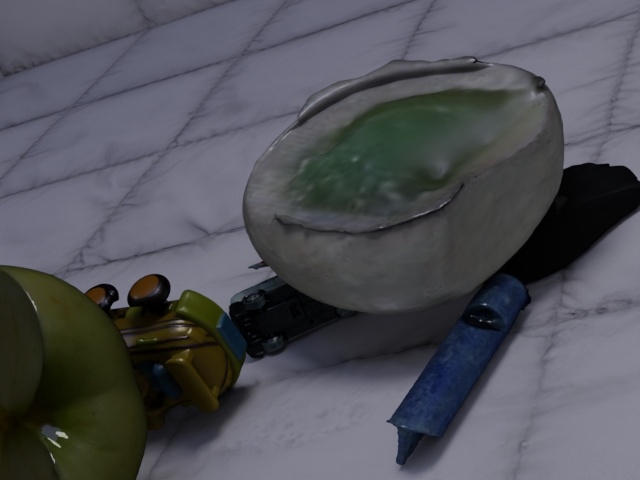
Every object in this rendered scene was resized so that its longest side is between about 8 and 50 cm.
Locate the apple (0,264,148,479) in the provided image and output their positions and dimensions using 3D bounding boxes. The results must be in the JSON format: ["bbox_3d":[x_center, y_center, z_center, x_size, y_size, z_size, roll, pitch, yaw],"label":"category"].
[{"bbox_3d":[-0.373,0.217,1.763,0.360,0.311,0.320,-17,35,48],"label":"apple"}]

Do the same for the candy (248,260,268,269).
[{"bbox_3d":[-0.001,-0.001,2.142,0.086,0.059,0.292,-28,-5,36],"label":"candy"}]

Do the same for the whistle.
[{"bbox_3d":[0.158,0.142,1.723,0.062,0.062,0.304,-8,27,36],"label":"whistle"}]

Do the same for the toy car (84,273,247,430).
[{"bbox_3d":[-0.222,0.160,1.914,0.248,0.200,0.142,-13,38,30],"label":"toy car"}]

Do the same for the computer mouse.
[{"bbox_3d":[0.304,-0.038,1.951,0.264,0.088,0.147,-34,26,-27],"label":"computer mouse"}]

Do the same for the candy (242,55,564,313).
[{"bbox_3d":[0.093,-0.066,1.920,0.427,0.186,0.386,10,52,37],"label":"candy"}]

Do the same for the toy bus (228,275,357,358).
[{"bbox_3d":[-0.026,0.077,2.031,0.194,0.087,0.089,-25,18,-2],"label":"toy bus"}]
